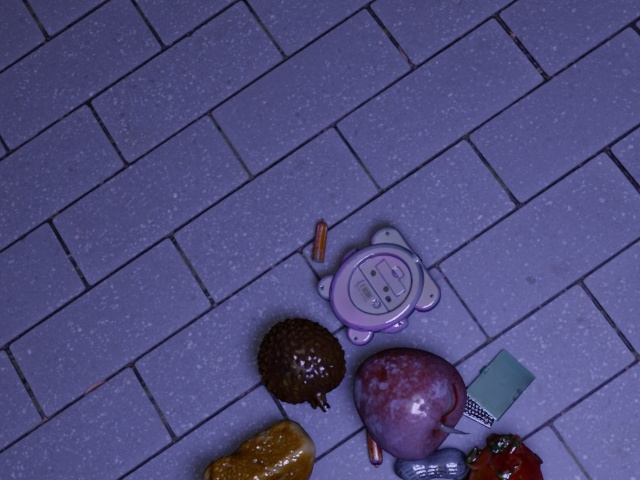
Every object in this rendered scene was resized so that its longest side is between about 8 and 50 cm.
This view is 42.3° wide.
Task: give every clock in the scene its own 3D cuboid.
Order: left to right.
[{"bbox_3d":[0.135,0.113,1.952,0.247,0.090,0.228,-34,75,1],"label":"clock"}]

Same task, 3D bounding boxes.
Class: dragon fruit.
[{"bbox_3d":[0.361,0.542,1.778,0.269,0.198,0.200,-31,100,2],"label":"dragon fruit"}]

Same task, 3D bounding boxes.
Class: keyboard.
[{"bbox_3d":[0.313,0.361,1.910,0.198,0.010,0.064,26,80,12],"label":"keyboard"}]

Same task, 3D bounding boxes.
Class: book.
[{"bbox_3d":[0.410,0.329,1.897,0.103,0.017,0.135,41,80,15],"label":"book"}]

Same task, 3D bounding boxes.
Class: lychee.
[{"bbox_3d":[-0.040,0.284,1.885,0.200,0.200,0.238,-28,62,1],"label":"lychee"}]

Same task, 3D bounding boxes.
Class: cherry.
[{"bbox_3d":[0.204,0.361,1.817,0.285,0.213,0.236,26,57,29],"label":"cherry"}]

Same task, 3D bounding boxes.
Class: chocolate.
[{"bbox_3d":[0.248,0.503,1.855,0.166,0.072,0.072,-6,77,6],"label":"chocolate"}]

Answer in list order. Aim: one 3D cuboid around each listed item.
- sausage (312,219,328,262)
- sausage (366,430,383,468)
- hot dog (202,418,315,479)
[{"bbox_3d":[0.000,0.000,2.024,0.031,0.031,0.107,5,78,9],"label":"sausage"},{"bbox_3d":[0.123,0.457,1.902,0.034,0.034,0.130,-6,76,6],"label":"sausage"},{"bbox_3d":[-0.126,0.524,1.856,0.256,0.153,0.150,-30,46,-10],"label":"hot dog"}]
